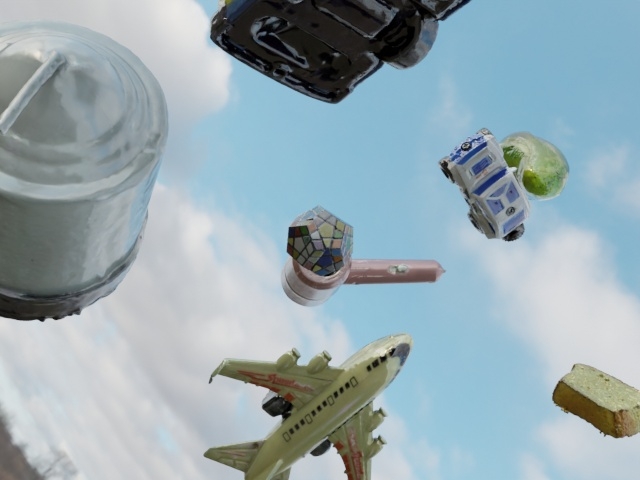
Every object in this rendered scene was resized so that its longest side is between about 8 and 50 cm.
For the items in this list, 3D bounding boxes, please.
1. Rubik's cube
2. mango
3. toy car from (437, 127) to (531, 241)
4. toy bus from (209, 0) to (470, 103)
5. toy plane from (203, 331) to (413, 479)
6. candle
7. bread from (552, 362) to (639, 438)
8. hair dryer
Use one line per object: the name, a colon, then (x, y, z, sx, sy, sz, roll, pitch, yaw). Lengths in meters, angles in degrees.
Rubik's cube: (0.000, 0.000, 1.311, 0.111, 0.093, 0.111, 13, -72, 47)
mango: (0.357, -0.125, 1.437, 0.125, 0.233, 0.111, 22, -77, 4)
toy car: (0.232, -0.066, 1.139, 0.171, 0.080, 0.070, 54, -1, -34)
toy bus: (0.053, -0.240, 0.577, 0.287, 0.138, 0.175, -30, -128, 40)
toy plane: (0.002, 0.180, 0.887, 0.229, 0.244, 0.092, 46, -1, -13)
candle: (-0.262, -0.077, 0.815, 0.221, 0.221, 0.342, 51, -36, 12)
bread: (0.507, 0.288, 1.507, 0.187, 0.103, 0.065, 34, -49, 49)
hair dryer: (0.101, 0.057, 1.766, 0.210, 0.352, 0.125, 123, -35, -73)
